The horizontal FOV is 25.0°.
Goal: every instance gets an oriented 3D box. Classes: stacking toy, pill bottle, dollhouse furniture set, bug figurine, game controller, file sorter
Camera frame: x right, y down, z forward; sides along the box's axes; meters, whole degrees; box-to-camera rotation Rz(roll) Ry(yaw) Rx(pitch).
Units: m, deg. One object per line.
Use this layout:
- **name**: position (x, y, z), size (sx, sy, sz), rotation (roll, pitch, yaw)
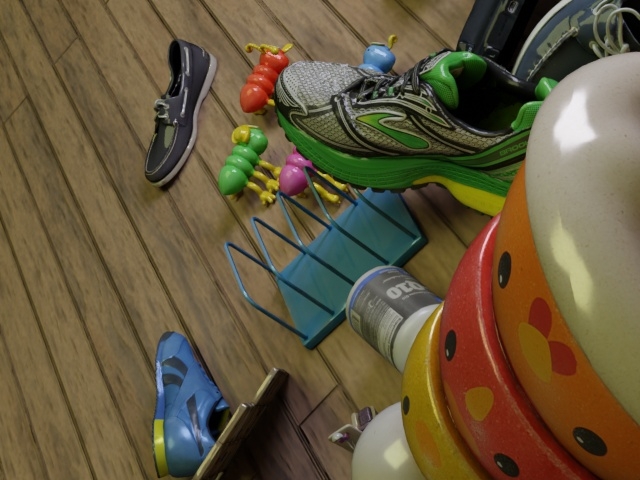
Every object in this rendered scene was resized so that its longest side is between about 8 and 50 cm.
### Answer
- **stacking toy**: position (0.180, 0.121, 1.095), size (0.480, 0.350, 0.351), rotation (-45, 33, 44)
- **pill bottle**: position (0.087, 0.083, 1.342), size (0.078, 0.078, 0.137), rotation (-53, 37, 2)
- **dollhouse furniture set**: position (0.064, 0.158, 1.307), size (0.114, 0.081, 0.091), rotation (-36, 40, 24)
- **bug figurine**: position (-0.026, -0.141, 1.649), size (0.279, 0.072, 0.216), rotation (6, 67, 50)
- **game controller**: position (0.215, -0.289, 1.437), size (0.319, 0.067, 0.166), rotation (-65, -5, 1)
- **file sorter**: position (0.000, 0.000, 1.483), size (0.170, 0.104, 0.118), rotation (-43, 39, 15)

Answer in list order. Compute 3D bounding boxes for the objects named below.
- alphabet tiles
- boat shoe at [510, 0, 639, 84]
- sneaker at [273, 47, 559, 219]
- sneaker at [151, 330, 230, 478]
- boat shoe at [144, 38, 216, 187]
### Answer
- **alphabet tiles**: position (-0.093, 0.206, 1.374), size (0.198, 0.009, 0.237), rotation (-57, -5, -4)
- **boat shoe**: position (0.285, -0.195, 1.333), size (0.254, 0.095, 0.079), rotation (-35, 29, 11)
- **sneaker**: position (0.101, -0.128, 1.358), size (0.343, 0.146, 0.134), rotation (14, 49, 32)
- **sneaker**: position (-0.136, 0.173, 1.547), size (0.082, 0.069, 0.209), rotation (-9, 35, 0)
- **boat shoe**: position (-0.196, -0.167, 1.864), size (0.075, 0.065, 0.206), rotation (-8, 57, 44)
